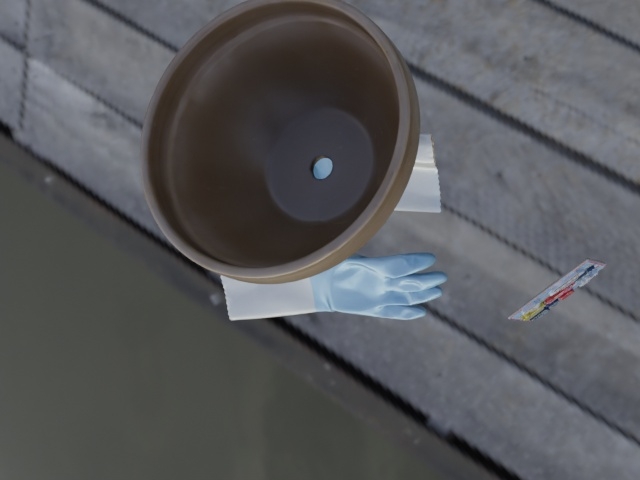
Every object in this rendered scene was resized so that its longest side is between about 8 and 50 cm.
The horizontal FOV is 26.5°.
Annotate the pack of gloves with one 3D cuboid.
[{"bbox_3d":[0.000,0.000,1.279,0.232,0.046,0.195,-2,118,16],"label":"pack of gloves"}]

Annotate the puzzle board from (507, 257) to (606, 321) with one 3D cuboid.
[{"bbox_3d":[0.308,0.067,1.755,0.128,0.096,0.011,-39,71,18],"label":"puzzle board"}]

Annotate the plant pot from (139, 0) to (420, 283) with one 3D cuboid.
[{"bbox_3d":[-0.019,-0.072,1.104,0.237,0.110,0.237,-8,71,24],"label":"plant pot"}]
